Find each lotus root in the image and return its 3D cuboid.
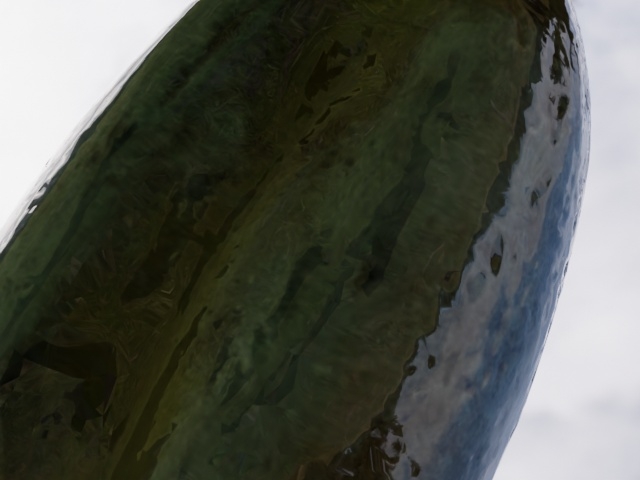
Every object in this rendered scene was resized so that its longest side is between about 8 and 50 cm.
[{"bbox_3d":[0.000,0.000,0.502,0.158,0.140,0.322,22,-111,26],"label":"lotus root"}]
